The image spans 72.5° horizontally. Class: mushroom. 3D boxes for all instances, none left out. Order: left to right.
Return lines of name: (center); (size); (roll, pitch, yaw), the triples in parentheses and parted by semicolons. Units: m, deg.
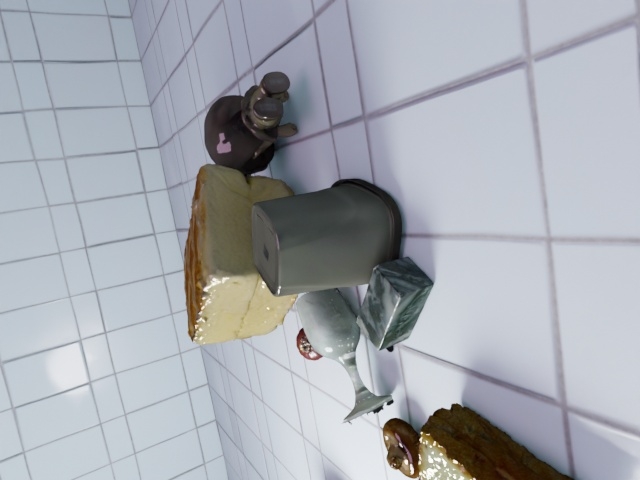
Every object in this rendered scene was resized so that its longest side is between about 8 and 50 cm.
mushroom: (0.183, 0.452, 0.953); (0.109, 0.085, 0.126); (40, -152, -80)

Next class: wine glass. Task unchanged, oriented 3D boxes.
wine glass: (0.050, 0.265, 1.047); (0.321, 0.144, 0.143); (65, 149, 18)

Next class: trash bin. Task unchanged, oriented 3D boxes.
trash bin: (0.000, 0.000, 0.912); (0.219, 0.250, 0.219); (-137, 42, -54)

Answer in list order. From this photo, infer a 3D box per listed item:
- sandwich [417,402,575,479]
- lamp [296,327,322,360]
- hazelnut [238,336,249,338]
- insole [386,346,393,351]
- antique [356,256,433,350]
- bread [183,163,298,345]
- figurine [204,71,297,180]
sandwich: (0.288, 0.487, 0.738); (0.262, 0.131, 0.325); (22, 118, 54)
lamp: (-0.022, 0.287, 1.230); (0.101, 0.090, 0.101); (-1, 88, 25)
hazelnut: (-0.291, 0.225, 1.523); (0.261, 0.241, 0.261); (12, 136, 12)
insole: (0.142, 0.188, 0.992); (0.045, 0.002, 0.134); (-21, 83, 62)
antique: (0.144, 0.134, 0.881); (0.086, 0.088, 0.183); (51, 143, 38)
bread: (-0.218, 0.046, 1.180); (0.371, 0.280, 0.389); (114, 152, -46)
figurine: (-0.191, -0.301, 1.162); (0.381, 0.203, 0.248); (-20, 81, 59)
